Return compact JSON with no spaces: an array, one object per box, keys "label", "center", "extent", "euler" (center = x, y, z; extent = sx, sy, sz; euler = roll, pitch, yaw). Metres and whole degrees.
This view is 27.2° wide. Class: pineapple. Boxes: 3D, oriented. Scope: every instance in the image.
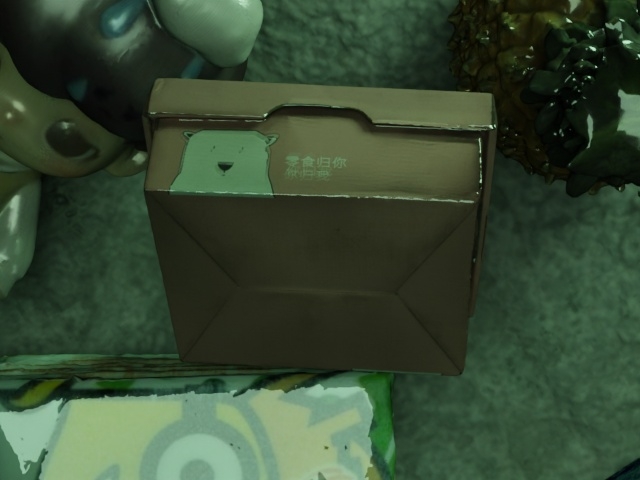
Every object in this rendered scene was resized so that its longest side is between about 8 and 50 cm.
[{"label":"pineapple","center":[0.184,-0.116,0.840],"extent":[0.202,0.362,0.202],"euler":[1,104,3]}]

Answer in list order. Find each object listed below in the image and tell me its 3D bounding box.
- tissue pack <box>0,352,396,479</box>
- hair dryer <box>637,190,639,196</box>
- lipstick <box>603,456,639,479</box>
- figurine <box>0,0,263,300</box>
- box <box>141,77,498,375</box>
[{"label":"tissue pack","center":[-0.098,0.199,0.967],"extent":[0.310,0.128,0.228],"euler":[-2,93,0]},{"label":"hair dryer","center":[0.315,-0.026,0.997],"extent":[0.150,0.047,0.071],"euler":[5,95,6]},{"label":"lipstick","center":[0.134,0.276,1.011],"extent":[0.312,0.051,0.051],"euler":[-35,96,3]},{"label":"figurine","center":[-0.215,-0.095,0.911],"extent":[0.365,0.206,0.218],"euler":[-42,78,4]},{"label":"box","center":[0.000,0.000,0.860],"extent":[0.215,0.215,0.086],"euler":[3,54,4]}]
